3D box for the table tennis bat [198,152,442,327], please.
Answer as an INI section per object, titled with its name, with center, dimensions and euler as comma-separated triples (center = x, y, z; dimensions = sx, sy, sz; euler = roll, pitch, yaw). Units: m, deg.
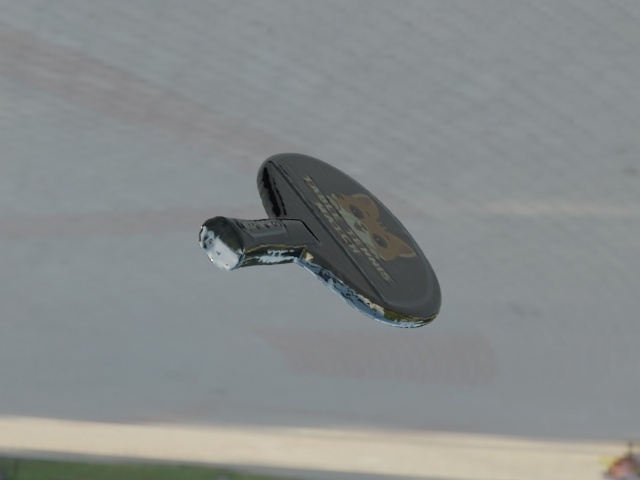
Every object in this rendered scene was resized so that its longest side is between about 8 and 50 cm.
[table tennis bat]
center = 0.000, 0.000, 0.983
dimensions = 0.027, 0.150, 0.236
euler = -46, 160, 22
